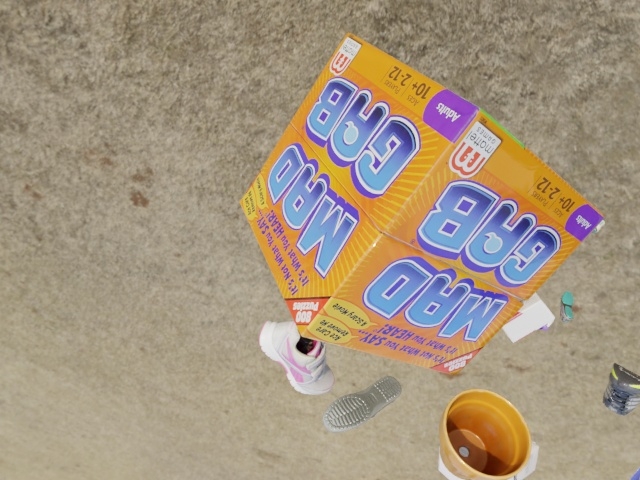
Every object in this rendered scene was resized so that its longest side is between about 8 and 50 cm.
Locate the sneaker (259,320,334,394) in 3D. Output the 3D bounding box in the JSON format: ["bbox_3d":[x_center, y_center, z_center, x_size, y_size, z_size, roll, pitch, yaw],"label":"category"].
[{"bbox_3d":[-0.032,0.283,1.139,0.111,0.103,0.252,-17,127,34],"label":"sneaker"}]

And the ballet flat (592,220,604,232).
[{"bbox_3d":[0.941,-0.046,1.691,0.057,0.052,0.168,57,172,-2],"label":"ballet flat"}]

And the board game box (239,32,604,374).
[{"bbox_3d":[0.140,-0.053,0.799,0.356,0.356,0.356,22,113,-36],"label":"board game box"}]

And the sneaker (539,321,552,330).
[{"bbox_3d":[0.904,0.342,2.012,0.068,0.071,0.170,28,175,-8],"label":"sneaker"}]

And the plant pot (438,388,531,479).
[{"bbox_3d":[0.380,0.501,1.175,0.204,0.205,0.188,11,140,4],"label":"plant pot"}]

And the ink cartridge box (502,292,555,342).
[{"bbox_3d":[0.471,0.158,1.140,0.109,0.150,0.063,-38,103,16],"label":"ink cartridge box"}]

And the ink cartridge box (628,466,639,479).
[{"bbox_3d":[0.754,0.582,1.050,0.224,0.223,0.045,53,168,-21],"label":"ink cartridge box"}]

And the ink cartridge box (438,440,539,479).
[{"bbox_3d":[0.494,0.642,1.405,0.172,0.237,0.100,26,125,54],"label":"ink cartridge box"}]

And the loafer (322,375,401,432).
[{"bbox_3d":[0.120,0.479,1.359,0.251,0.094,0.088,-19,145,-21],"label":"loafer"}]

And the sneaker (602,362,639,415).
[{"bbox_3d":[0.864,0.434,1.350,0.111,0.121,0.300,31,179,41],"label":"sneaker"}]

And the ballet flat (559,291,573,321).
[{"bbox_3d":[0.738,0.202,1.436,0.041,0.114,0.041,14,133,15],"label":"ballet flat"}]
